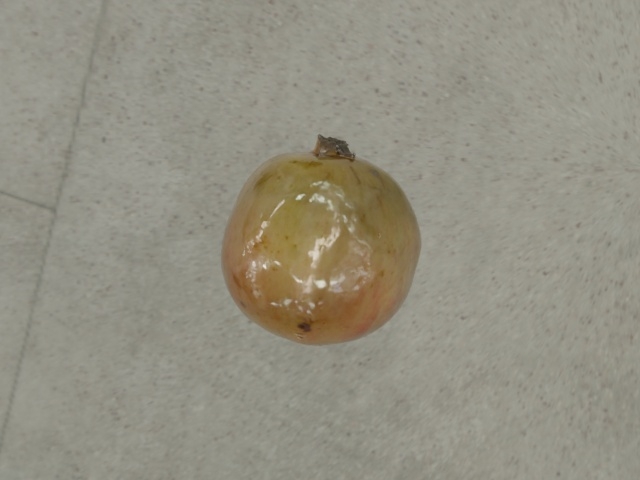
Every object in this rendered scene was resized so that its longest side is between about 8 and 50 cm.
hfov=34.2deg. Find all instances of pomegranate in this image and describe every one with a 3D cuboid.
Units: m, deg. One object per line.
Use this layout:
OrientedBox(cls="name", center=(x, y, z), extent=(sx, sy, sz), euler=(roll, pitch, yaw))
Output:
OrientedBox(cls="pomegranate", center=(0.002, 0.003, 0.948), extent=(0.191, 0.191, 0.191), euler=(1, 94, 18))
